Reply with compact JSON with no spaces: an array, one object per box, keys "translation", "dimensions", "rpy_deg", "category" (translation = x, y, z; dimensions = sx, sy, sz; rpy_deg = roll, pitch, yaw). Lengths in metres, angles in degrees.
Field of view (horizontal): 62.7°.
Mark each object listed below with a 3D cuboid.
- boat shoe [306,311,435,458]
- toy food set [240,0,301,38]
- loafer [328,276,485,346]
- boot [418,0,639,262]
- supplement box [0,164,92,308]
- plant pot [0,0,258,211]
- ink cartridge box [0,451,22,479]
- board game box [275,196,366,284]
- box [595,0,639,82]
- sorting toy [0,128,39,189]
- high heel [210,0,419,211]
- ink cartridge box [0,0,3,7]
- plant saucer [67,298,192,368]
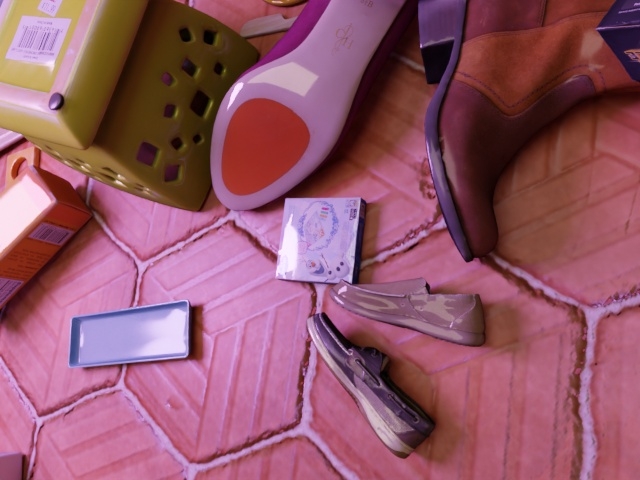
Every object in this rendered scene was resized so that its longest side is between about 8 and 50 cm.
[{"translation":[0.045,0.123,0.487],"dimensions":[0.049,0.056,0.152],"rpy_deg":[-41,73,7],"category":"boat shoe"},{"translation":[-0.042,-0.364,0.632],"dimensions":[0.128,0.071,0.218],"rpy_deg":[8,82,27],"category":"toy food set"},{"translation":[0.080,0.057,0.484],"dimensions":[0.148,0.056,0.050],"rpy_deg":[14,84,18],"category":"loafer"},{"translation":[0.233,-0.119,0.451],"dimensions":[0.280,0.096,0.264],"rpy_deg":[-4,69,17],"category":"boot"},{"translation":[-0.427,0.012,0.710],"dimensions":[0.233,0.080,0.078],"rpy_deg":[-43,71,1],"category":"supplement box"},{"translation":[-0.243,-0.185,0.612],"dimensions":[0.228,0.207,0.227],"rpy_deg":[18,86,27],"category":"plant pot"},{"translation":[-0.541,0.373,0.629],"dimensions":[0.270,0.198,0.197],"rpy_deg":[-11,74,23],"category":"ink cartridge box"},{"translation":[0.000,0.000,0.554],"dimensions":[0.090,0.020,0.090],"rpy_deg":[2,79,26],"category":"board game box"},{"translation":[0.350,-0.215,0.258],"dimensions":[0.293,0.073,0.295],"rpy_deg":[-54,26,0],"category":"box"},{"translation":[-0.485,-0.245,0.834],"dimensions":[0.196,0.047,0.348],"rpy_deg":[-24,69,19],"category":"sorting toy"},{"translation":[0.013,-0.194,0.580],"dimensions":[0.127,0.181,0.377],"rpy_deg":[40,116,-5],"category":"high heel"},{"translation":[-0.408,-0.301,0.762],"dimensions":[0.139,0.082,0.191],"rpy_deg":[37,83,22],"category":"ink cartridge box"},{"translation":[-0.233,0.116,0.642],"dimensions":[0.192,0.018,0.067],"rpy_deg":[-11,74,24],"category":"plant saucer"}]
